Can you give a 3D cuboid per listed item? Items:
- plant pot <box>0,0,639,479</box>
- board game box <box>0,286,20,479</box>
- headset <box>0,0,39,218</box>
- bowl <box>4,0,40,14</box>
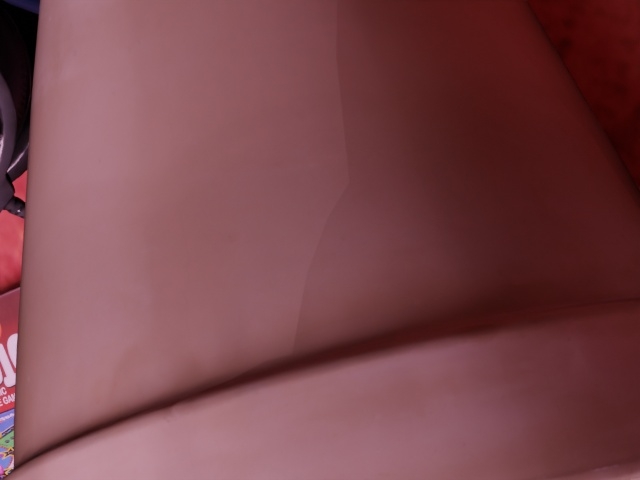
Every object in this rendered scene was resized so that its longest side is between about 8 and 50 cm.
[{"bbox_3d":[0.000,0.000,0.768,0.323,0.323,0.280,-25,72,38],"label":"plant pot"},{"bbox_3d":[-0.207,0.116,1.101,0.281,0.027,0.145,-22,90,38],"label":"board game box"},{"bbox_3d":[-0.227,-0.049,0.930,0.394,0.243,0.185,36,101,-7],"label":"headset"},{"bbox_3d":[-0.112,-0.293,0.871,0.391,0.077,0.391,12,111,33],"label":"bowl"}]
